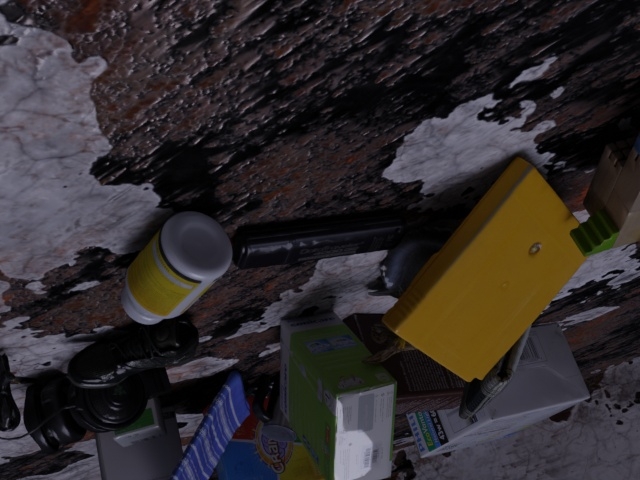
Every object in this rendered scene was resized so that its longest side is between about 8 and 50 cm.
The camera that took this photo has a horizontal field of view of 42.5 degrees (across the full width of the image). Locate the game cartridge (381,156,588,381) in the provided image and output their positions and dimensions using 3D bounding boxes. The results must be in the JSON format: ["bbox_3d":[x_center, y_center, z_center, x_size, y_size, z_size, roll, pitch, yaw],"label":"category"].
[{"bbox_3d":[0.278,0.062,1.318,0.324,0.052,0.285,-49,135,4],"label":"game cartridge"}]

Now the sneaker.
[{"bbox_3d":[-0.311,0.179,1.388,0.227,0.087,0.130,-10,154,-25],"label":"sneaker"}]

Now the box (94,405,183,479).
[{"bbox_3d":[-0.414,0.495,1.891,0.180,0.182,0.119,-7,155,-21],"label":"box"}]

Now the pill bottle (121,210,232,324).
[{"bbox_3d":[-0.206,0.045,1.134,0.103,0.103,0.184,2,150,-38],"label":"pill bottle"}]

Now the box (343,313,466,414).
[{"bbox_3d":[0.192,0.276,1.813,0.381,0.191,0.143,8,147,-44],"label":"box"}]

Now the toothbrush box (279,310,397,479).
[{"bbox_3d":[0.024,0.290,1.535,0.122,0.283,0.206,-8,114,-22],"label":"toothbrush box"}]

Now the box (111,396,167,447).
[{"bbox_3d":[-0.395,0.384,1.777,0.101,0.087,0.102,-15,156,-6],"label":"box"}]

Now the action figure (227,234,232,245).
[{"bbox_3d":[-0.165,0.030,1.226,0.038,0.030,0.115,-9,158,-31],"label":"action figure"}]

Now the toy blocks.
[{"bbox_3d":[0.571,-0.134,1.221,0.381,0.191,0.261,-15,146,-10],"label":"toy blocks"}]

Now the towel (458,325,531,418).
[{"bbox_3d":[0.360,0.172,1.596,0.056,0.324,0.312,20,156,6],"label":"towel"}]

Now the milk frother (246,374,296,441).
[{"bbox_3d":[-0.115,0.399,1.943,0.129,0.135,0.143,24,141,-12],"label":"milk frother"}]

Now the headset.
[{"bbox_3d":[-0.442,0.271,1.489,0.243,0.185,0.394,-22,172,20],"label":"headset"}]

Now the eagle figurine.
[{"bbox_3d":[0.214,0.080,1.458,0.226,0.225,0.298,-59,172,-65],"label":"eagle figurine"}]

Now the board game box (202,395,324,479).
[{"bbox_3d":[-0.111,0.503,2.046,0.316,0.242,0.064,-5,153,-28],"label":"board game box"}]

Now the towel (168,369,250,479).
[{"bbox_3d":[-0.251,0.470,1.821,0.040,0.336,0.243,22,151,13],"label":"towel"}]

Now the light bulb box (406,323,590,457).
[{"bbox_3d":[0.465,0.417,2.272,0.357,0.225,0.361,-4,154,-30],"label":"light bulb box"}]

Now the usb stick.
[{"bbox_3d":[0.000,0.000,1.251,0.277,0.045,0.077,-7,148,-22],"label":"usb stick"}]
